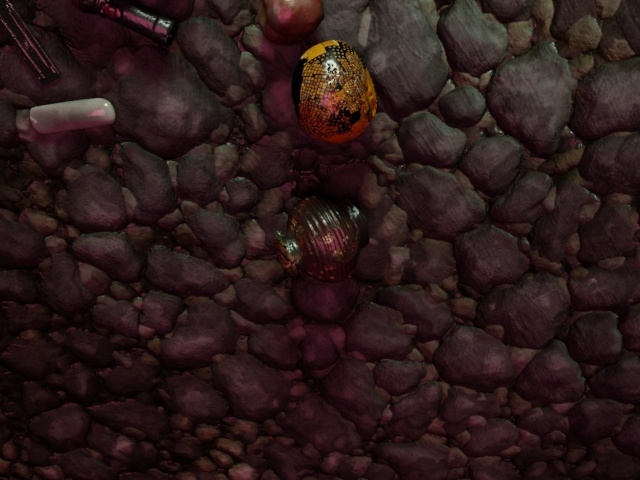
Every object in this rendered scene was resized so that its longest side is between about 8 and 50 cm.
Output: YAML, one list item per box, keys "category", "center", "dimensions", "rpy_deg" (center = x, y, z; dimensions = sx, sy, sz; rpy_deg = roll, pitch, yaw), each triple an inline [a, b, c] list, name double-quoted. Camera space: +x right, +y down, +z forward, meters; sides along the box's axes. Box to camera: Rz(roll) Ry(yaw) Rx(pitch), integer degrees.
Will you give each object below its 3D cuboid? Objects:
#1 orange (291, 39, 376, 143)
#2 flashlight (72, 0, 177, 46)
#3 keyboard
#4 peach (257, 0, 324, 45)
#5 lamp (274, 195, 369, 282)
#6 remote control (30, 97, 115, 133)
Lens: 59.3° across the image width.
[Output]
- category: "orange"
  center: [0.031, -0.334, 1.277]
  dimensions: [0.182, 0.234, 0.235]
  rpy_deg: [1, 119, 26]
- category: "flashlight"
  center: [-0.450, -0.527, 1.302]
  dimensions: [0.231, 0.093, 0.093]
  rpy_deg: [26, 116, -9]
- category: "keyboard"
  center: [-0.725, -0.486, 1.385]
  dimensions: [0.061, 0.013, 0.204]
  rpy_deg: [-24, 113, 16]
- category: "peach"
  center: [-0.061, -0.506, 1.254]
  dimensions: [0.151, 0.152, 0.152]
  rpy_deg: [2, 117, 4]
- category: "lamp"
  center: [0.000, 0.000, 1.448]
  dimensions: [0.246, 0.247, 0.247]
  rpy_deg: [2, 117, 4]
- category: "remote control"
  center: [-0.639, -0.317, 1.446]
  dimensions: [0.228, 0.044, 0.073]
  rpy_deg: [-5, 119, 7]
